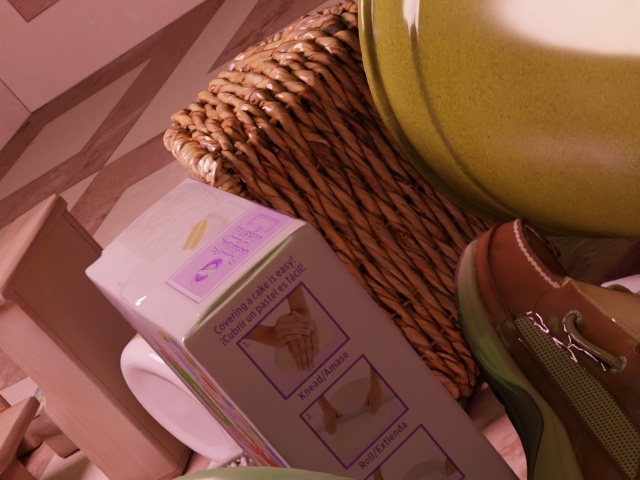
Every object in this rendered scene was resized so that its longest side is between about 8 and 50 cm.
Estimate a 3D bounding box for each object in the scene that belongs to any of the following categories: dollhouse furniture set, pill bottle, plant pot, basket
[{"bbox_3d":[-0.340,0.177,1.729,0.394,0.256,0.362,-30,20,28],"label":"dollhouse furniture set"},{"bbox_3d":[-0.045,0.062,1.573,0.265,0.153,0.153,-49,20,-24],"label":"pill bottle"},{"bbox_3d":[0.258,-0.150,1.157,0.366,0.366,0.353,-43,22,-8],"label":"plant pot"},{"bbox_3d":[0.000,0.000,1.391,0.213,0.299,0.223,-17,29,52],"label":"basket"}]

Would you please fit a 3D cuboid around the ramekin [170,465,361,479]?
[{"bbox_3d":[0.017,0.252,0.796,0.303,0.303,0.148,-20,34,47],"label":"ramekin"}]

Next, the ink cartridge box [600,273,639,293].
[{"bbox_3d":[0.270,0.025,1.116,0.232,0.066,0.189,-41,15,-25],"label":"ink cartridge box"}]

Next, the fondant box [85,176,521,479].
[{"bbox_3d":[0.022,0.123,1.014,0.096,0.330,0.238,-44,19,-9],"label":"fondant box"}]

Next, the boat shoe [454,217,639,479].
[{"bbox_3d":[0.170,0.089,0.967,0.120,0.122,0.324,-35,34,13],"label":"boat shoe"}]

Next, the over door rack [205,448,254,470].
[{"bbox_3d":[-0.151,0.287,1.290,0.324,0.108,0.239,-20,18,-4],"label":"over door rack"}]
